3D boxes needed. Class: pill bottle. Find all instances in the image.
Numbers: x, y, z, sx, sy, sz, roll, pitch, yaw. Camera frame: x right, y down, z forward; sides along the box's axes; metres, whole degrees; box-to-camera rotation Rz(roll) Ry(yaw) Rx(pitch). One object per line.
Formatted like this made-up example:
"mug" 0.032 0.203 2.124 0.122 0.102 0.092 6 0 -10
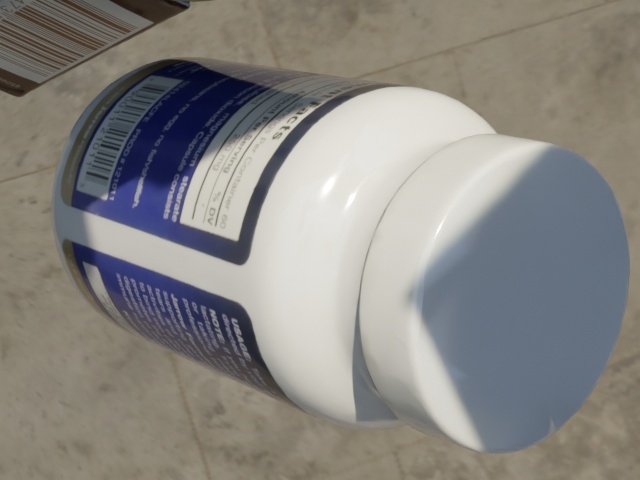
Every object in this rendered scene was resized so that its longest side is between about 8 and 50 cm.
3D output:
"pill bottle" 0.000 0.000 0.613 0.153 0.265 0.153 -11 108 -37

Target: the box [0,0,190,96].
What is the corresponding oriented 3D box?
"box" -0.186 -0.223 0.781 0.167 0.168 0.203 22 58 -43
